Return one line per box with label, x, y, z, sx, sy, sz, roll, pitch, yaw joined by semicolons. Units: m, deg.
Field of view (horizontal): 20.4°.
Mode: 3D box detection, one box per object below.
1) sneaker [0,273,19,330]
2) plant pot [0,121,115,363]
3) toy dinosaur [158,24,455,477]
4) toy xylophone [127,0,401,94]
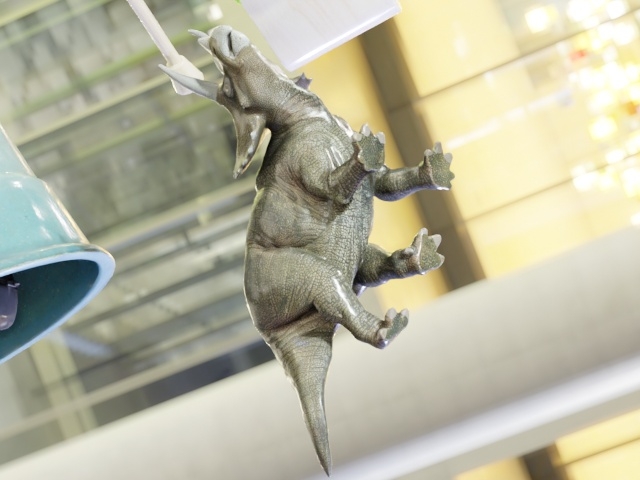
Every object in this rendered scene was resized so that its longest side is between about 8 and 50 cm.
sneaker;-0.330;-0.015;1.510;0.118;0.083;0.222;-18;-88;-76
plant pot;-0.400;-0.046;1.485;0.334;0.341;0.341;61;-168;10
toy dinosaur;0.000;0.000;1.240;0.121;0.160;0.313;-10;-85;-46
toy xylophone;-0.066;-0.261;1.528;0.081;0.236;0.322;-108;-5;-49
